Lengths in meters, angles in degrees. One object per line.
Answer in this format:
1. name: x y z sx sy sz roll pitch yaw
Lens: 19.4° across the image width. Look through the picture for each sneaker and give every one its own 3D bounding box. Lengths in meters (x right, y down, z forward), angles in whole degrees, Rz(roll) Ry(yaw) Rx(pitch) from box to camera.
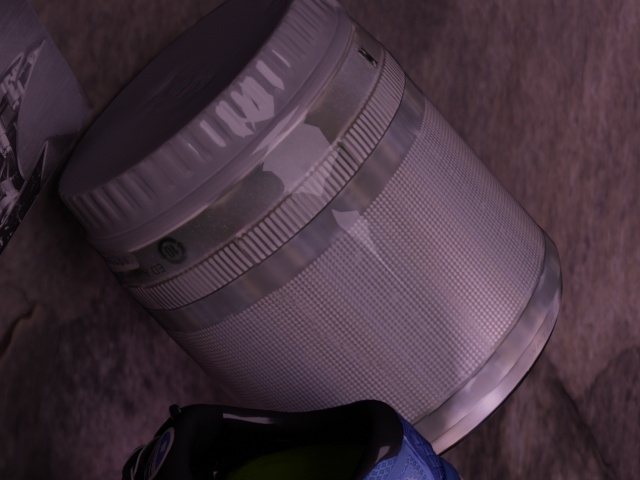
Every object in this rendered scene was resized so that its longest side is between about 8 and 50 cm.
1. sneaker: -0.088 0.154 1.062 0.147 0.330 0.130 64 12 -44

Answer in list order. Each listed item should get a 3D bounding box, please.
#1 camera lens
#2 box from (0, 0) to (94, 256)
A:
1. camera lens: 0.000 0.000 1.172 0.274 0.219 0.219 47 62 -20
2. box: -0.233 -0.078 1.057 0.183 0.056 0.231 -60 150 -23
